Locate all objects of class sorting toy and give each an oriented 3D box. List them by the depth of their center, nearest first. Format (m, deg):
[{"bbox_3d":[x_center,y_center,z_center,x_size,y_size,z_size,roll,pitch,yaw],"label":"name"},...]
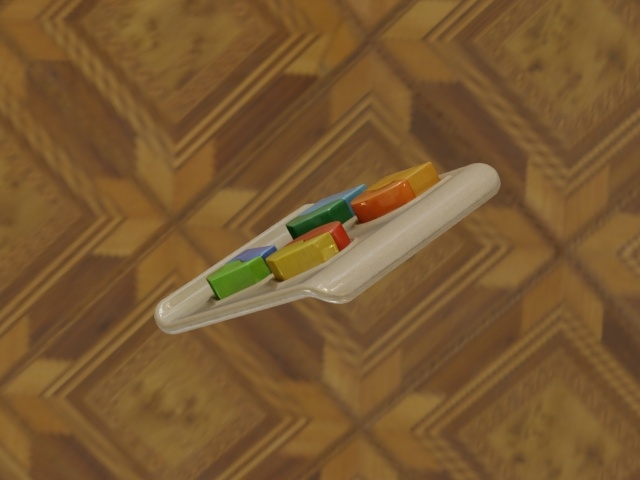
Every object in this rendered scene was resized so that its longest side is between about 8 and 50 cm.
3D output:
[{"bbox_3d":[0.000,0.000,1.411,0.208,0.193,0.038,-11,109,50],"label":"sorting toy"}]
